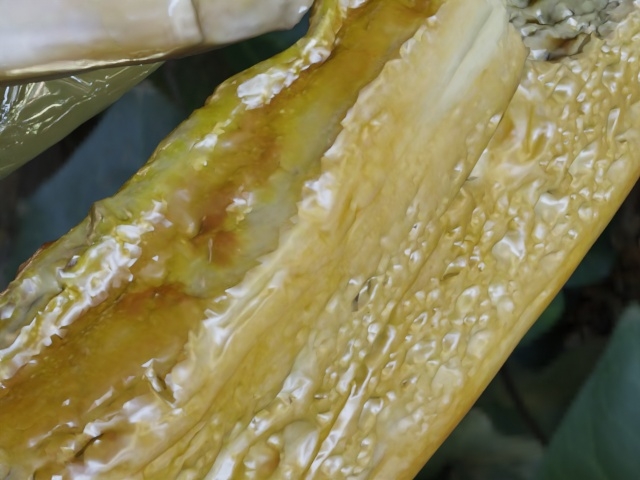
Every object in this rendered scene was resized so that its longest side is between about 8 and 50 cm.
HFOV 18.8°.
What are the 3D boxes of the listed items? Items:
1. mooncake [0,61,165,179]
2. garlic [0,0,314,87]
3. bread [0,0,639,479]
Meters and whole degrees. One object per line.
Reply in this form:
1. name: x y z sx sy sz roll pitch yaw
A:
1. mooncake: -0.238 -0.217 1.259 0.467 0.467 0.262 -24 116 20
2. garlic: -0.085 -0.128 0.846 0.217 0.228 0.110 -21 101 -32
3. bread: 0.000 0.000 0.740 0.109 0.380 0.185 19 149 41
